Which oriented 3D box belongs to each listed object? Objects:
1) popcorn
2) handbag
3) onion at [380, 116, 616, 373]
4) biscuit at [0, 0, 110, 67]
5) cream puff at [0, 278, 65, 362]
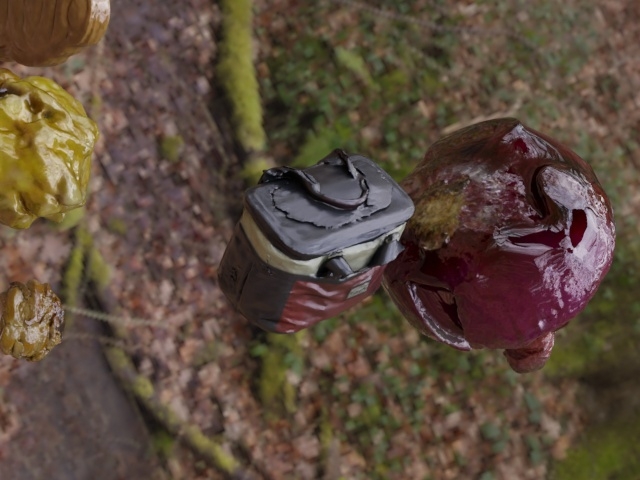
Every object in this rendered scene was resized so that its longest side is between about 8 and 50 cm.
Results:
[{"bbox_3d":[-0.390,-0.126,1.733,0.253,0.190,0.191,55,-16,15],"label":"popcorn"},{"bbox_3d":[0.000,0.000,1.710,0.254,0.181,0.181,-22,56,-40],"label":"handbag"},{"bbox_3d":[0.305,0.042,2.063,0.420,0.398,0.398,53,23,-32],"label":"onion"},{"bbox_3d":[-0.438,-0.415,1.964,0.057,0.351,0.312,-9,110,-44],"label":"biscuit"},{"bbox_3d":[-0.437,0.123,1.954,0.133,0.104,0.119,97,-19,-56],"label":"cream puff"}]
